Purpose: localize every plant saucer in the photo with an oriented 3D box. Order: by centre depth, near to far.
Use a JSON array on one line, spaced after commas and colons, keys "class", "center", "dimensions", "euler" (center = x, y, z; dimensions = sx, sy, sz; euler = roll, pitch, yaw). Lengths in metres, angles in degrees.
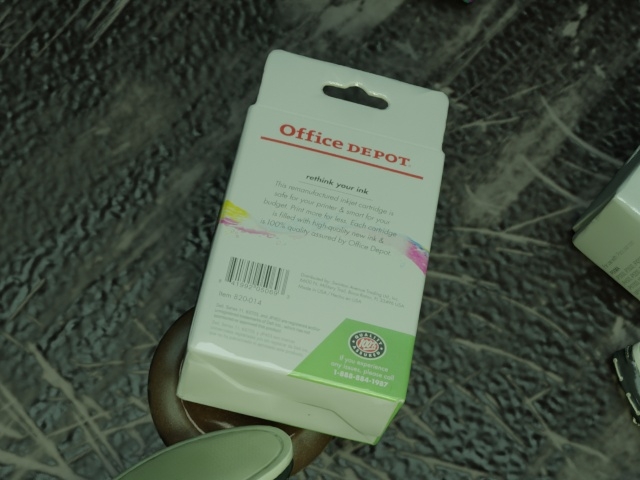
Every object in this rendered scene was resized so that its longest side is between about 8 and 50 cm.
[{"class": "plant saucer", "center": [-0.072, 0.143, 1.374], "dimensions": [0.198, 0.036, 0.199], "euler": [2, 72, -5]}]

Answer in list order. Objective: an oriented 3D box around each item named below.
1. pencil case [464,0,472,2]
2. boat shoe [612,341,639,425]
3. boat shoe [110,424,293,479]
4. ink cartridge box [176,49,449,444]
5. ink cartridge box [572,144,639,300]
[{"class": "pencil case", "center": [0.100, -0.303, 1.517], "dimensions": [0.151, 0.064, 0.070], "euler": [8, 47, -4]}, {"class": "boat shoe", "center": [0.332, 0.167, 1.412], "dimensions": [0.046, 0.038, 0.125], "euler": [-7, 75, -53]}, {"class": "boat shoe", "center": [-0.165, 0.293, 1.281], "dimensions": [0.340, 0.127, 0.113], "euler": [-30, 118, -16]}, {"class": "ink cartridge box", "center": [0.000, 0.000, 1.362], "dimensions": [0.207, 0.119, 0.353], "euler": [14, 59, -3]}, {"class": "ink cartridge box", "center": [0.496, 0.003, 1.417], "dimensions": [0.384, 0.160, 0.279], "euler": [40, 73, 6]}]
